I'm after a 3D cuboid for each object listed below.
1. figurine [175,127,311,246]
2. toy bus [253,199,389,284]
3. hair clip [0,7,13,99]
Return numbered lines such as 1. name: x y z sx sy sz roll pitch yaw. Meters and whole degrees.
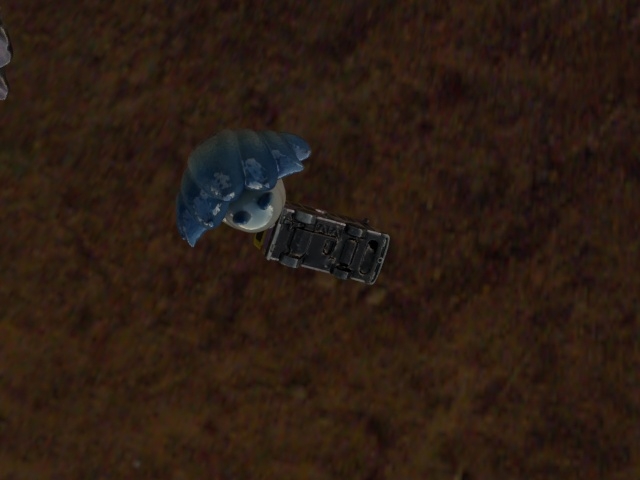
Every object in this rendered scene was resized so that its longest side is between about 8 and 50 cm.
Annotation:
1. figurine: -0.056 -0.036 1.143 0.114 0.114 0.079 -22 104 22
2. toy bus: 0.000 0.000 1.416 0.102 0.058 0.052 14 101 -23
3. hair clip: -0.263 -0.095 1.131 0.106 0.084 0.292 -4 148 -16
